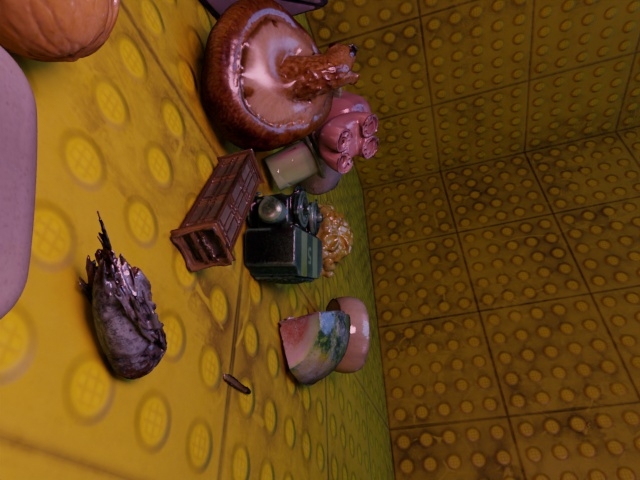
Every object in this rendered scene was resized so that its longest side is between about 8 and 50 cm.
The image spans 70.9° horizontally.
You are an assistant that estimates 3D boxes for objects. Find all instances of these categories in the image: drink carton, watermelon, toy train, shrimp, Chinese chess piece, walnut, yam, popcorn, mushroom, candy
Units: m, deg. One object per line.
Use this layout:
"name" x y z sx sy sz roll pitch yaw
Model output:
"drink carton" -0.080 -0.222 1.323 0.144 0.142 0.146 -129 -166 -79
"watermelon" -0.010 0.283 1.276 0.224 0.180 0.305 -55 162 -5
"toy train" -0.090 -0.007 1.145 0.299 0.167 0.238 28 61 -72
"shrimp" -0.234 0.072 0.538 0.079 0.090 0.233 -45 139 -52
"Chinese chess piece" 0.080 0.308 1.479 0.250 0.103 0.249 -174 -90 -77
"walnut" -0.295 -0.286 0.460 0.165 0.165 0.197 -57 137 -73
"yam" -0.159 0.280 0.870 0.107 0.014 0.014 62 20 -51
"popcorn" -0.009 0.001 1.415 0.181 0.217 0.235 -6 91 -51
"mushroom" -0.095 -0.375 1.012 0.345 0.260 0.345 -4 95 -43
"candy" -0.004 -0.310 1.645 0.295 0.185 0.295 -171 -90 -81

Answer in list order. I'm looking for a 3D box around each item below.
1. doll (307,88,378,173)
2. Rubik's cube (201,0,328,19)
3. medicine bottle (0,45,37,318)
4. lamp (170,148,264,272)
"doll" 0.028 -0.327 1.268 0.216 0.268 0.284 -34 138 -31
"Rubik's cube" -0.164 -0.749 1.114 0.305 0.310 0.307 0 81 -77
"medicine bottle" -0.324 -0.076 0.211 0.375 0.123 0.282 45 34 -69
"lamp" -0.189 -0.073 0.891 0.325 0.090 0.089 -82 158 -55
